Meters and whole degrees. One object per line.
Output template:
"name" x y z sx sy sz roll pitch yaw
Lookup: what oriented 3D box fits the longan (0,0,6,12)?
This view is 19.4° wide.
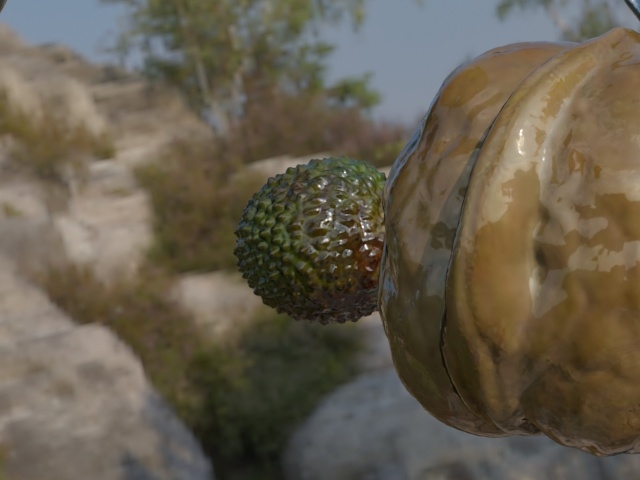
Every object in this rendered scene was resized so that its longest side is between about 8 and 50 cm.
"longan" -0.405 -0.281 1.700 0.288 0.350 0.288 16 -14 4

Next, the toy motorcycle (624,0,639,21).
"toy motorcycle" 0.401 -0.073 1.586 0.172 0.416 0.232 -44 10 -17

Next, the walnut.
"walnut" 0.182 -0.001 1.207 0.296 0.285 0.285 13 14 36

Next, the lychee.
"lychee" 0.000 0.000 1.697 0.171 0.171 0.171 -13 -2 -1
